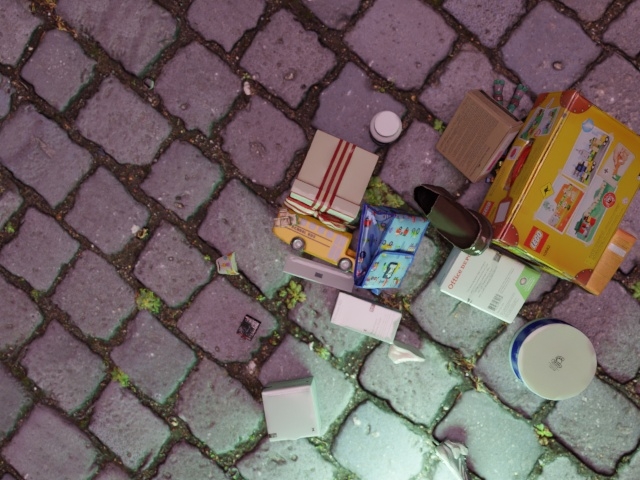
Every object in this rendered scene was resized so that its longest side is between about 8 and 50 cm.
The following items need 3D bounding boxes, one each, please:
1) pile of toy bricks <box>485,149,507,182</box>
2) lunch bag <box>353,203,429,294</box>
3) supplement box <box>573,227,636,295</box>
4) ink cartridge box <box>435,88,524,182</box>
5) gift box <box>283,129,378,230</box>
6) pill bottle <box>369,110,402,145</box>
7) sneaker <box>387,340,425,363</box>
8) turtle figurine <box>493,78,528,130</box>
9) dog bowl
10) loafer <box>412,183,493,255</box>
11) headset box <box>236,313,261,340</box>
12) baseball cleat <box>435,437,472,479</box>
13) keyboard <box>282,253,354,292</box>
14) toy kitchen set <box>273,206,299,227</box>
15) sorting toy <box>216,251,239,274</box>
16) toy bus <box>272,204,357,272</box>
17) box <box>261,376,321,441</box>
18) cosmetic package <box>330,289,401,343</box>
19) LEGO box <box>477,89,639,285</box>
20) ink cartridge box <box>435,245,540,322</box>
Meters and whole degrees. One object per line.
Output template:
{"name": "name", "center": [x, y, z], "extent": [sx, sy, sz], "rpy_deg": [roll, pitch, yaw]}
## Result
{"name": "pile of toy bricks", "center": [0.619, -0.255, 1.863], "extent": [0.212, 0.105, 0.118], "rpy_deg": [4, 92, 4]}
{"name": "lunch bag", "center": [0.217, 0.040, 1.848], "extent": [0.138, 0.220, 0.293], "rpy_deg": [25, 104, 39]}
{"name": "supplement box", "center": [0.962, 0.071, 1.865], "extent": [0.080, 0.078, 0.234], "rpy_deg": [30, 93, 3]}
{"name": "ink cartridge box", "center": [0.511, -0.340, 1.788], "extent": [0.193, 0.088, 0.235], "rpy_deg": [49, 137, 23]}
{"name": "gift box", "center": [0.038, -0.178, 1.841], "extent": [0.255, 0.276, 0.258], "rpy_deg": [22, 82, 1]}
{"name": "pill bottle", "center": [0.219, -0.379, 1.850], "extent": [0.107, 0.180, 0.108], "rpy_deg": [0, 92, 4]}
{"name": "sneaker", "center": [0.299, 0.408, 1.943], "extent": [0.134, 0.051, 0.070], "rpy_deg": [24, 112, -7]}
{"name": "turtle figurine", "center": [0.617, -0.418, 1.852], "extent": [0.175, 0.118, 0.234], "rpy_deg": [18, 76, -16]}
{"name": "dog bowl", "center": [0.790, 0.402, 1.876], "extent": [0.264, 0.104, 0.265], "rpy_deg": [0, 92, 4]}
{"name": "loafer", "center": [0.404, -0.072, 1.769], "extent": [0.130, 0.366, 0.134], "rpy_deg": [15, 111, -33]}
{"name": "headset box", "center": [-0.261, 0.319, 1.985], "extent": [0.062, 0.032, 0.083], "rpy_deg": [28, 95, 3]}
{"name": "baseball cleat", "center": [0.498, 0.786, 1.929], "extent": [0.109, 0.072, 0.206], "rpy_deg": [-41, 93, -2]}
{"name": "keyboard", "center": [-0.004, 0.116, 1.956], "extent": [0.255, 0.014, 0.072], "rpy_deg": [17, 72, 4]}
{"name": "toy kitchen set", "center": [-0.120, -0.081, 1.832], "extent": [0.083, 0.075, 0.068], "rpy_deg": [-7, 89, 4]}
{"name": "sorting toy", "center": [-0.341, 0.089, 1.984], "extent": [0.075, 0.045, 0.083], "rpy_deg": [-11, 91, 24]}
{"name": "toy bus", "center": [0.000, 0.000, 1.918], "extent": [0.332, 0.108, 0.130], "rpy_deg": [23, 92, 3]}
{"name": "box", "center": [-0.100, 0.593, 1.940], "extent": [0.180, 0.119, 0.182], "rpy_deg": [-9, 92, 4]}
{"name": "cosmetic package", "center": [0.158, 0.265, 1.928], "extent": [0.231, 0.085, 0.118], "rpy_deg": [18, 93, 2]}
{"name": "LEGO box", "center": [0.772, -0.161, 1.760], "extent": [0.372, 0.193, 0.500], "rpy_deg": [26, 94, -17]}
{"name": "ink cartridge box", "center": [0.556, 0.124, 1.849], "extent": [0.272, 0.115, 0.198], "rpy_deg": [26, 104, -4]}
